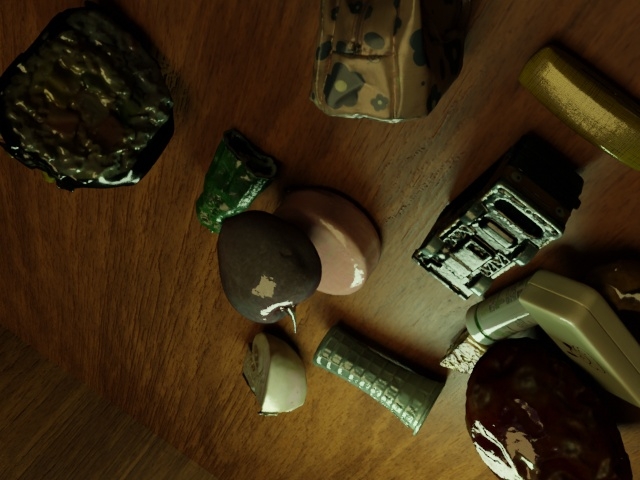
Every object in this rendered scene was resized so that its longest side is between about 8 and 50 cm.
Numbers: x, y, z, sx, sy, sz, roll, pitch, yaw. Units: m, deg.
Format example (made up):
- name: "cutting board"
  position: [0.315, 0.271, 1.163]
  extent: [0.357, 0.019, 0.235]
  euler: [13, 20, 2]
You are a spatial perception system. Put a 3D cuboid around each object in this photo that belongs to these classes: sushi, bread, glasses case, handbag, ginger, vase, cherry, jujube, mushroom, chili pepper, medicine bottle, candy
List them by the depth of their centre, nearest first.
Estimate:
- name: "handbag"
  position: [0.099, -0.296, 0.989]
  extent: [0.190, 0.251, 0.193]
  euler: [11, 127, 21]
- name: "glasses case"
  position: [0.387, -0.185, 1.013]
  extent: [0.234, 0.064, 0.079]
  euler: [37, 141, 0]
- name: "ginger"
  position: [0.575, 0.129, 1.166]
  extent: [0.309, 0.107, 0.133]
  euler: [38, 136, -4]
- name: "glasses case"
  position: [0.470, 0.172, 1.232]
  extent: [0.313, 0.070, 0.131]
  euler: [43, 171, -32]
- name: "medicine bottle"
  position: [0.363, 0.131, 1.352]
  extent: [0.086, 0.086, 0.183]
  euler: [42, 143, -6]
- name: "jujube"
  position: [0.440, 0.365, 1.386]
  extent: [0.377, 0.276, 0.276]
  euler: [40, 145, -23]
- name: "cherry"
  position: [-0.100, 0.057, 1.403]
  extent: [0.266, 0.183, 0.213]
  euler: [52, 129, 2]
- name: "sushi"
  position: [-0.485, -0.259, 1.453]
  extent: [0.329, 0.328, 0.285]
  euler: [36, 159, -21]
- name: "candy"
  position: [0.000, 0.000, 1.497]
  extent: [0.255, 0.094, 0.255]
  euler: [22, 141, 19]
- name: "bread"
  position: [0.324, 0.232, 1.517]
  extent: [0.154, 0.054, 0.136]
  euler: [9, 137, 24]
- name: "chili pepper"
  position: [-0.195, -0.101, 1.542]
  extent: [0.136, 0.099, 0.270]
  euler: [30, 139, -5]
- name: "vase"
  position: [0.132, 0.323, 1.705]
  extent: [0.299, 0.143, 0.143]
  euler: [29, 142, 14]
- name: "mushroom"
  position: [-0.102, 0.337, 1.931]
  extent: [0.162, 0.173, 0.236]
  euler: [11, -164, -25]

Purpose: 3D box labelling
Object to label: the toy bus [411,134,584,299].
- name: "toy bus"
  position: [0.288, -0.033, 1.175]
  extent: [0.138, 0.167, 0.275]
  euler: [38, 148, -1]
